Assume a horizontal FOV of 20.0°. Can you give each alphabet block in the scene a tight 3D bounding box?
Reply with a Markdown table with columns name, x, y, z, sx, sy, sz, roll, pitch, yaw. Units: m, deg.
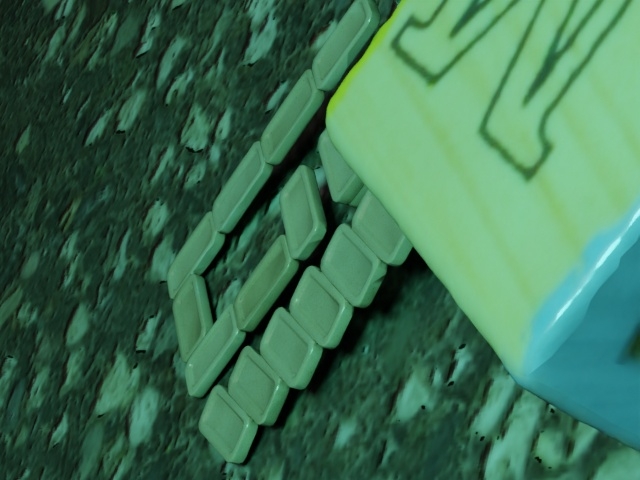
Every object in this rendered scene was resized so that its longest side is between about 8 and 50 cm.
| name | x | y | z | sx | sy | sz | roll | pitch | yaw |
| --- | --- | --- | --- | --- | --- | --- | --- | --- | --- |
| alphabet block | 0.148 | -0.037 | 0.659 | 0.193 | 0.192 | 0.197 | -53 | 33 | 12 |

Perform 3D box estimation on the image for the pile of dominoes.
| name | x | y | z | sx | sy | sz | roll | pitch | yaw |
| --- | --- | --- | --- | --- | --- | --- | --- | --- | --- |
| pile of dominoes | 0.000 | 0.000 | 1.016 | 0.251 | 0.040 | 0.196 | -53 | 32 | 29 |
